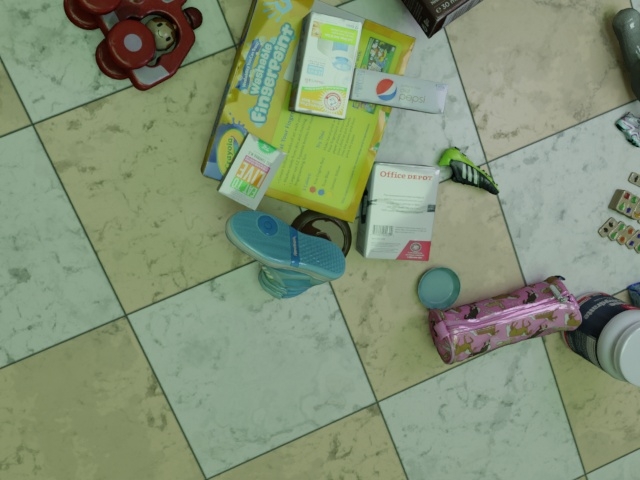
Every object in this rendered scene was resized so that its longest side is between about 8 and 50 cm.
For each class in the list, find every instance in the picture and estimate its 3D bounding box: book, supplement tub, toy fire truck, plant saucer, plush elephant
[{"bbox_3d":[-0.151,-0.150,1.478,0.096,0.035,0.144,27,94,-19],"label":"book"},{"bbox_3d":[0.783,0.256,1.779,0.191,0.272,0.191,-2,101,-11],"label":"supplement tub"},{"bbox_3d":[-0.394,-0.501,1.474,0.254,0.169,0.302,-36,107,-21],"label":"toy fire truck"},{"bbox_3d":[0.314,0.126,1.794,0.119,0.021,0.119,-2,102,-10],"label":"plant saucer"},{"bbox_3d":[0.000,0.000,1.706,0.168,0.029,0.168,-2,101,-10],"label":"plant saucer"},{"bbox_3d":[0.926,-0.439,1.677,0.255,0.272,0.330,-26,125,2],"label":"plush elephant"}]

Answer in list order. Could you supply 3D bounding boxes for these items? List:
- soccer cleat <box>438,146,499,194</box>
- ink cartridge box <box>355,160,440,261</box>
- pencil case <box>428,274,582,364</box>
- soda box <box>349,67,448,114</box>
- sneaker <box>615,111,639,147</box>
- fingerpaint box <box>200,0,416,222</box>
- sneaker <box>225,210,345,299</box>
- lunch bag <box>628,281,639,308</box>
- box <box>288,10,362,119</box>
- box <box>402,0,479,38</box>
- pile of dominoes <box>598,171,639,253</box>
[{"bbox_3d":[0.381,-0.166,1.734,0.179,0.060,0.072,38,102,-9],"label":"soccer cleat"},{"bbox_3d":[0.191,-0.076,1.689,0.172,0.100,0.237,3,102,-11],"label":"ink cartridge box"},{"bbox_3d":[0.474,0.208,1.764,0.386,0.160,0.167,-14,121,-6],"label":"pencil case"},{"bbox_3d":[0.165,-0.327,1.483,0.216,0.074,0.069,7,100,-14],"label":"soda box"},{"bbox_3d":[0.844,-0.301,1.800,0.069,0.038,0.098,-45,106,1],"label":"sneaker"},{"bbox_3d":[-0.037,-0.311,1.567,0.371,0.163,0.445,16,97,-14],"label":"fingerpaint box"},{"bbox_3d":[-0.121,0.051,1.592,0.319,0.208,0.127,25,51,-30],"label":"sneaker"},{"bbox_3d":[0.958,0.171,1.887,0.151,0.096,0.129,-18,104,3],"label":"lunch bag"},{"bbox_3d":[0.007,-0.364,1.425,0.114,0.103,0.203,9,99,-13],"label":"box"},{"bbox_3d":[0.221,-0.676,1.509,0.191,0.143,0.381,-35,89,0],"label":"box"},{"bbox_3d":[0.911,-0.058,1.861,0.251,0.040,0.196,22,96,-14],"label":"pile of dominoes"}]
